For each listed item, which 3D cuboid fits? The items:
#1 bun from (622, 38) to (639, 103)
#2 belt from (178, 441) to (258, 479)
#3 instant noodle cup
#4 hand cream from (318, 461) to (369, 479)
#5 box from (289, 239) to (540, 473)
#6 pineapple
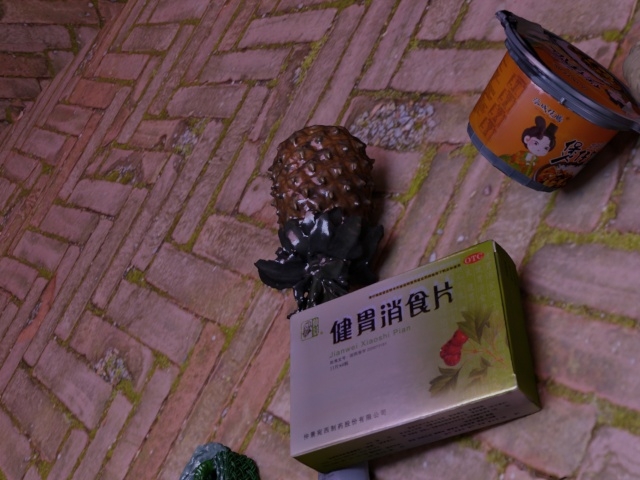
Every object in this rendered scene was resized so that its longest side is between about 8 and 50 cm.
[{"bbox_3d":[0.362,-0.186,0.961,0.115,0.069,0.115,-31,40,31],"label":"bun"},{"bbox_3d":[-0.139,0.318,1.156,0.121,0.079,0.151,-20,46,44],"label":"belt"},{"bbox_3d":[0.236,-0.132,1.003,0.208,0.177,0.125,52,122,30],"label":"instant noodle cup"},{"bbox_3d":[0.023,0.250,1.038,0.079,0.048,0.255,-36,40,33],"label":"hand cream"},{"bbox_3d":[0.088,0.125,0.994,0.260,0.062,0.175,-23,48,26],"label":"box"},{"bbox_3d":[0.000,0.000,1.215,0.170,0.141,0.310,-12,53,11],"label":"pineapple"}]
